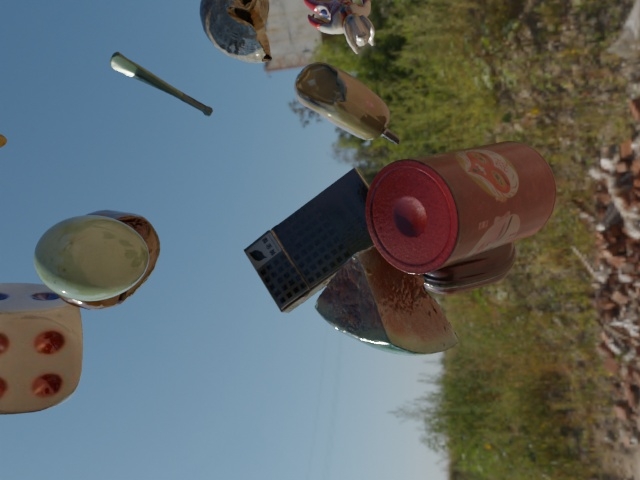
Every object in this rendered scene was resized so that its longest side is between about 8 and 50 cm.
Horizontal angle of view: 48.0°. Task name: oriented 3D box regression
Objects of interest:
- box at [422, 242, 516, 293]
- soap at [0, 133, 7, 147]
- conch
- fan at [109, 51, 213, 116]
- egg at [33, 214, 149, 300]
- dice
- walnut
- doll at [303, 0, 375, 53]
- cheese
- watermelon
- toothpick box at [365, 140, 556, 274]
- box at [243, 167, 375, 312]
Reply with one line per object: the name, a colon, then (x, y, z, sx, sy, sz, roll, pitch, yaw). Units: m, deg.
box: (0.323, -0.032, 1.794, 0.403, 0.263, 0.108, -102, 0, -49)
soap: (-0.527, -0.144, 1.114, 0.089, 0.034, 0.012, -46, -13, -44)
conch: (-0.122, -0.357, 1.159, 0.155, 0.130, 0.207, 41, -177, -19)
fan: (-0.275, -0.269, 1.252, 0.038, 0.193, 0.016, -41, 26, 54)
egg: (-0.394, 0.030, 1.246, 0.149, 0.192, 0.149, -11, 78, 59)
dice: (-0.801, 0.274, 1.889, 0.304, 0.305, 0.276, 21, 106, 62)
walnut: (-0.454, 0.043, 1.493, 0.298, 0.203, 0.203, -52, -44, -61)
doll: (0.062, -0.663, 2.089, 0.099, 0.188, 0.384, 57, -176, -45)
cheese: (0.067, -0.230, 1.308, 0.082, 0.163, 0.286, -58, -29, 6)
watermelon: (0.137, 0.113, 1.404, 0.213, 0.262, 0.201, -6, -65, -47)
toothpick box: (0.267, -0.070, 1.331, 0.333, 0.204, 0.204, -15, -78, -43)
box: (0.000, 0.001, 1.628, 0.180, 0.325, 0.047, 57, -170, 19)
